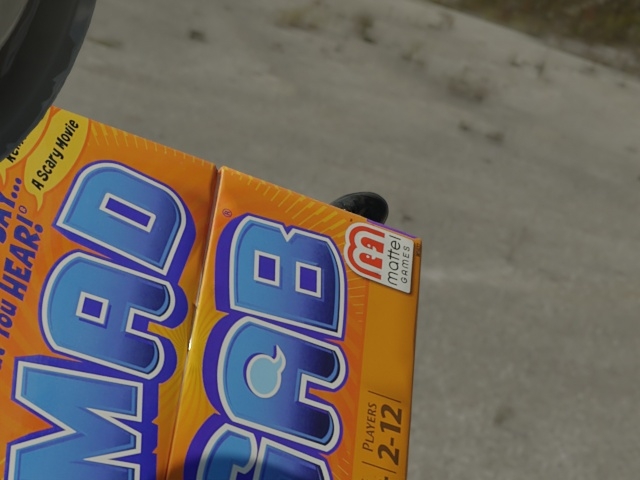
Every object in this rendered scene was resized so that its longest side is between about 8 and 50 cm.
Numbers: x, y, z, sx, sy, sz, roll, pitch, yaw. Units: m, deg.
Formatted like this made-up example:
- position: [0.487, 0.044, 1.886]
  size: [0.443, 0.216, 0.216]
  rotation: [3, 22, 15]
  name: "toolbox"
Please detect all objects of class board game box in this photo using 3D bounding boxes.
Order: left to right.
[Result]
- position: [-0.163, 0.172, 1.189]
  size: [0.356, 0.356, 0.356]
  rotation: [20, 49, -15]
  name: "board game box"

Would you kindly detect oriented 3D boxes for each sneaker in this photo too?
- position: [-0.001, -0.003, 1.362]
  size: [0.170, 0.051, 0.089]
  rotation: [-22, 4, -20]
  name: "sneaker"

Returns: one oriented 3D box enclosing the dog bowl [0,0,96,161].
- position: [-0.248, -0.203, 0.842]
  size: [0.102, 0.349, 0.349]
  rotation: [9, 5, 23]
  name: "dog bowl"
